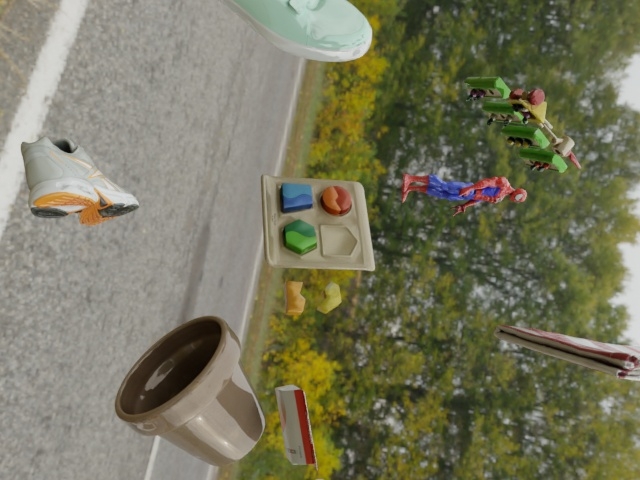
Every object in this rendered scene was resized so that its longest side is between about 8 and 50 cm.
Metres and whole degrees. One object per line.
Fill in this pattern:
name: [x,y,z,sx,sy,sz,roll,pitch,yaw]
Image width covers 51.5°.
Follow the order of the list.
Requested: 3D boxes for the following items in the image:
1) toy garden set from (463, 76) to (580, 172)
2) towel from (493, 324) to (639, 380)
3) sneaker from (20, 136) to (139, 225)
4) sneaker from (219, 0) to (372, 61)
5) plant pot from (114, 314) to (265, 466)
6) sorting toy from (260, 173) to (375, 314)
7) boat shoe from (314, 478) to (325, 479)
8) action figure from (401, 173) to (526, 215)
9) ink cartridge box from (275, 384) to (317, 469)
toy garden set: [0.388,-0.205,1.259,0.049,0.244,0.204,-48,-156,-4]
towel: [0.439,0.161,0.907,0.237,0.328,0.037,8,-93,66]
sneaker: [-0.371,-0.097,1.043,0.262,0.099,0.121,36,35,-82]
sneaker: [-0.036,-0.298,0.702,0.151,0.255,0.094,-46,-160,56]
plant pot: [-0.230,0.319,1.305,0.229,0.263,0.263,56,26,-24]
sorting toy: [0.000,0.000,1.298,0.041,0.228,0.307,120,-30,-54]
boat shoe: [0.040,0.343,0.779,0.095,0.079,0.254,-46,145,-11]
action figure: [0.135,-0.045,0.622,0.038,0.115,0.030,83,9,-63]
ink cartridge box: [-0.049,0.357,1.270,0.179,0.045,0.146,133,-53,-79]
